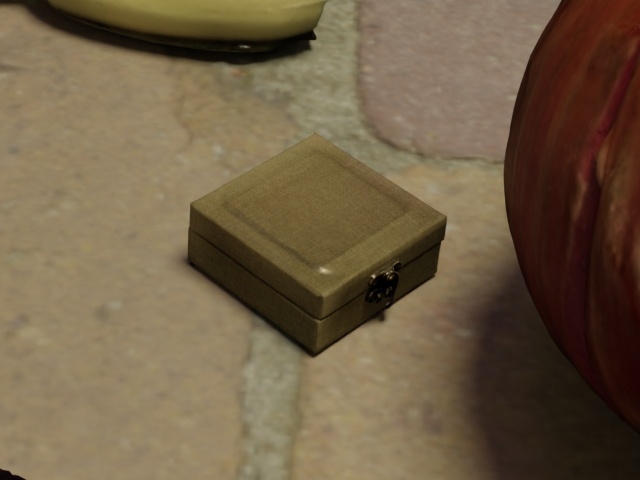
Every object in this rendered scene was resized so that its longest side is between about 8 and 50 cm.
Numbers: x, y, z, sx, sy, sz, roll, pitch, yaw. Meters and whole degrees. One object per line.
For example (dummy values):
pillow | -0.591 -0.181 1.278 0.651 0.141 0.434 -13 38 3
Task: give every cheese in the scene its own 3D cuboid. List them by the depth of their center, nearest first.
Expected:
cheese | -0.124 -0.147 0.830 0.251 0.054 0.127 1 37 -5

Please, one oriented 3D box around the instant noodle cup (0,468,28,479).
instant noodle cup | -0.060 0.169 0.336 0.190 0.251 0.251 27 44 36

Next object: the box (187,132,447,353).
box | 0.000 0.000 0.685 0.083 0.035 0.079 36 48 29

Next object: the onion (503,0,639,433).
onion | 0.238 -0.028 0.571 0.353 0.354 0.354 4 40 -3
